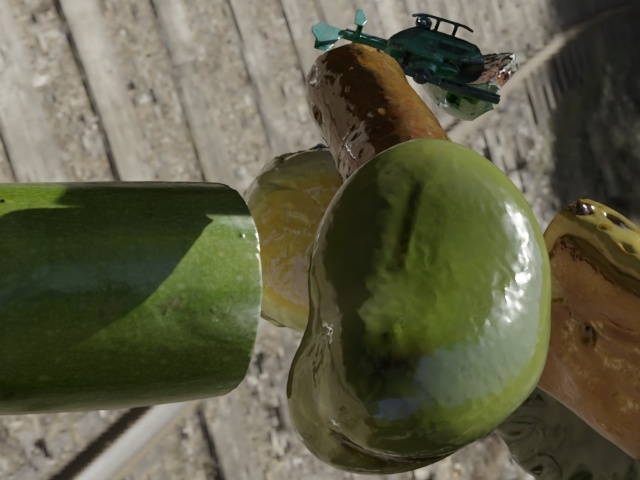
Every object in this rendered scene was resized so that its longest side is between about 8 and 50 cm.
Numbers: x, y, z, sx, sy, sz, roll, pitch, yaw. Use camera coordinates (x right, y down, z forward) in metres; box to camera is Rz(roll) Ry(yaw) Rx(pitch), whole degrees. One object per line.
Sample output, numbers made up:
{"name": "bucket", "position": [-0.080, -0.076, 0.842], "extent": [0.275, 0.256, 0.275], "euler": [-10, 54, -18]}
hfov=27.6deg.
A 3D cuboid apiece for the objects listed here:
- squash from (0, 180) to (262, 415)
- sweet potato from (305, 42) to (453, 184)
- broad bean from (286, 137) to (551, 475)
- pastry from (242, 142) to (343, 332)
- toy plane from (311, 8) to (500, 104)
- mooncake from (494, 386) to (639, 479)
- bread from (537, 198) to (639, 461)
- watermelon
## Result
{"name": "squash", "position": [-0.288, 0.061, 1.439], "extent": [0.384, 0.263, 0.263], "euler": [-1, 73, -28]}
{"name": "sweet potato", "position": [0.081, -0.071, 1.316], "extent": [0.131, 0.131, 0.336], "euler": [57, 6, -42]}
{"name": "broad bean", "position": [0.079, 0.043, 0.923], "extent": [0.263, 0.189, 0.121], "euler": [-69, -170, -23]}
{"name": "pastry", "position": [0.002, 0.000, 1.706], "extent": [0.133, 0.265, 0.264], "euler": [-123, -165, -80]}
{"name": "toy plane", "position": [0.103, -0.222, 1.543], "extent": [0.060, 0.235, 0.096], "euler": [111, -6, -49]}
{"name": "mooncake", "position": [0.413, 0.203, 1.869], "extent": [0.194, 0.356, 0.356], "euler": [-34, 109, -62]}
{"name": "bread", "position": [0.275, 0.094, 1.195], "extent": [0.099, 0.210, 0.235], "euler": [-36, 151, -27]}
{"name": "watermelon", "position": [0.212, -0.207, 1.735], "extent": [0.187, 0.139, 0.071], "euler": [32, -38, 62]}
